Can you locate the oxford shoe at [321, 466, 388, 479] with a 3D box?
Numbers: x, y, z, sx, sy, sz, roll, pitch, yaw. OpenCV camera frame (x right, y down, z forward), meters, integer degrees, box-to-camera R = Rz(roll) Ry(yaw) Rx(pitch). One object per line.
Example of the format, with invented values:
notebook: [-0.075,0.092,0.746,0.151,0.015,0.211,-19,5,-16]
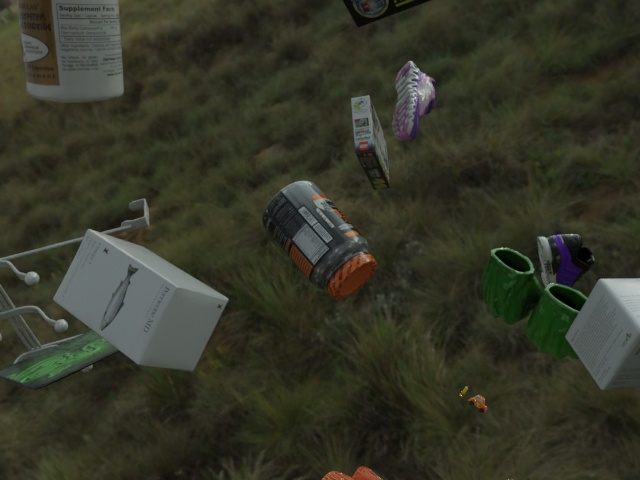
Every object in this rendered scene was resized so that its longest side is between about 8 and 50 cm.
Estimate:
oxford shoe: [0.061,0.551,1.357,0.130,0.364,0.132,31,88,27]

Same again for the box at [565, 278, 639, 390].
box: [0.359,0.105,0.770,0.101,0.101,0.087,0,40,-18]

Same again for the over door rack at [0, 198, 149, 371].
over door rack: [-0.400,0.098,1.136,0.325,0.239,0.108,-23,43,-13]

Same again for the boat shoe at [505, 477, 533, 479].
boat shoe: [0.374,0.450,1.211,0.049,0.142,0.040,24,78,52]

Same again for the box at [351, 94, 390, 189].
box: [0.100,-0.186,1.321,0.036,0.207,0.114,-7,73,12]

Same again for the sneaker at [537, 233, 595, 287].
sneaker: [0.718,0.086,1.943,0.146,0.293,0.102,-16,46,11]

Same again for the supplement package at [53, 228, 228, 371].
supplement package: [-0.226,0.074,0.848,0.179,0.105,0.105,26,89,32]

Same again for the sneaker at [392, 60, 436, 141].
sneaker: [0.249,-0.348,1.722,0.095,0.105,0.236,-41,35,53]

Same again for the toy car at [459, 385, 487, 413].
toy car: [0.407,0.414,1.759,0.060,0.122,0.040,33,83,35]

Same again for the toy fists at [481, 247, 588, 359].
toy fists: [0.448,0.134,1.410,0.096,0.142,0.279,-16,38,-33]

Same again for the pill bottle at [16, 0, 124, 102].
pill bottle: [-0.342,-0.311,0.920,0.131,0.229,0.131,2,20,-1]

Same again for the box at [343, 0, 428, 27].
box: [0.139,-0.400,0.834,0.217,0.060,0.269,-13,49,25]

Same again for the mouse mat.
mouse mat: [-0.355,0.164,0.984,0.153,0.007,0.190,0,19,44]

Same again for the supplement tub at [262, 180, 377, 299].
supplement tub: [0.000,0.000,1.124,0.117,0.117,0.190,-37,67,-11]
